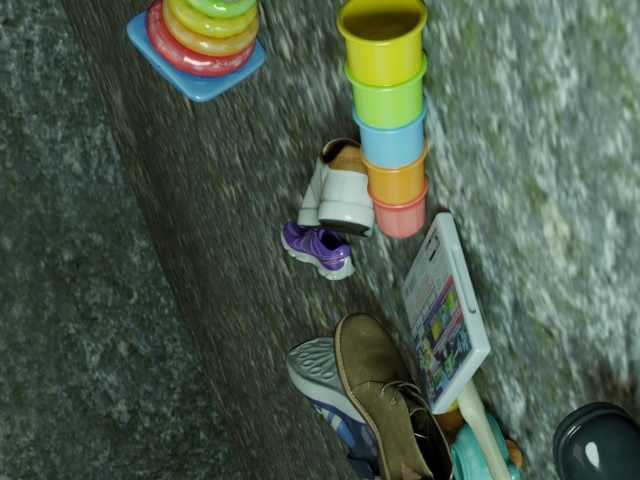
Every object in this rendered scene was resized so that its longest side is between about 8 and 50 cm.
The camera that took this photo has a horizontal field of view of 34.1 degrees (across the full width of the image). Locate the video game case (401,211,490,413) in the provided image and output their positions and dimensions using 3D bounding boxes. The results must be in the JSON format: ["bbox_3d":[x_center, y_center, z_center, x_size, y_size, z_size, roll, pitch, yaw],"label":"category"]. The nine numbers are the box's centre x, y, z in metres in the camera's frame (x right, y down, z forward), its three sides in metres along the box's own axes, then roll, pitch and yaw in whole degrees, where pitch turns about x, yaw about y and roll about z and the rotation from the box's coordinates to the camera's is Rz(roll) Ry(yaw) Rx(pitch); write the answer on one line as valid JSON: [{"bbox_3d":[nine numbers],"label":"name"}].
[{"bbox_3d":[0.150,0.093,1.285,0.201,0.023,0.183,108,154,-59],"label":"video game case"}]

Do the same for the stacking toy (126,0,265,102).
[{"bbox_3d":[-0.143,-0.353,1.435,0.175,0.166,0.302,45,148,8],"label":"stacking toy"}]

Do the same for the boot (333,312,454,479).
[{"bbox_3d":[0.110,0.220,1.458,0.305,0.112,0.115,68,152,26],"label":"boot"}]

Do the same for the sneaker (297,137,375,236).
[{"bbox_3d":[0.035,-0.071,1.432,0.290,0.106,0.123,162,117,-80],"label":"sneaker"}]

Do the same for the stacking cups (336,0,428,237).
[{"bbox_3d":[0.079,-0.133,1.192,0.096,0.096,0.316,50,161,36],"label":"stacking cups"}]

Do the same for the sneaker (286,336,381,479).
[{"bbox_3d":[0.061,0.323,1.804,0.323,0.130,0.236,25,135,55],"label":"sneaker"}]

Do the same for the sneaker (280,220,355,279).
[{"bbox_3d":[0.000,0.000,1.667,0.170,0.068,0.071,31,129,46],"label":"sneaker"}]

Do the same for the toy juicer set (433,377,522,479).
[{"bbox_3d":[0.213,0.257,1.388,0.329,0.089,0.209,95,163,-64],"label":"toy juicer set"}]

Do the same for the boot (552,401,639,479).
[{"bbox_3d":[0.321,0.286,0.954,0.246,0.094,0.207,64,175,-26],"label":"boot"}]
